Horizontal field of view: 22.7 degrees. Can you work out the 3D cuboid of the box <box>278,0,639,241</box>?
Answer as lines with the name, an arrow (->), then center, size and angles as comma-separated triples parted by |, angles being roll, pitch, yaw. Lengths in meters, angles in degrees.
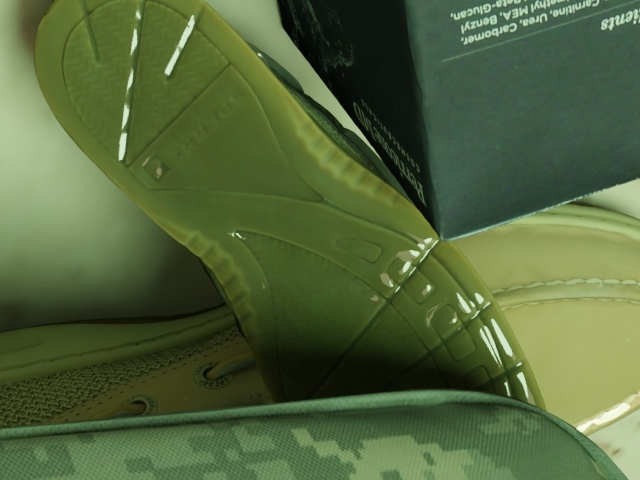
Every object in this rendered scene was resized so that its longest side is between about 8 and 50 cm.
box -> 0.039, -0.112, 0.474 | 0.093, 0.156, 0.158 | -19, 125, -9

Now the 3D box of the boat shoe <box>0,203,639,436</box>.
boat shoe -> -0.001, 0.078, 0.603 | 0.341, 0.110, 0.122 | -15, 124, -13

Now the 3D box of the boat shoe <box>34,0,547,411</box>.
boat shoe -> -0.001, 0.000, 0.524 | 0.080, 0.073, 0.223 | -40, 94, 14

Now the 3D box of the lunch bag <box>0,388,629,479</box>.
lunch bag -> -0.058, 0.195, 0.422 | 0.305, 0.213, 0.256 | -4, 134, -26
